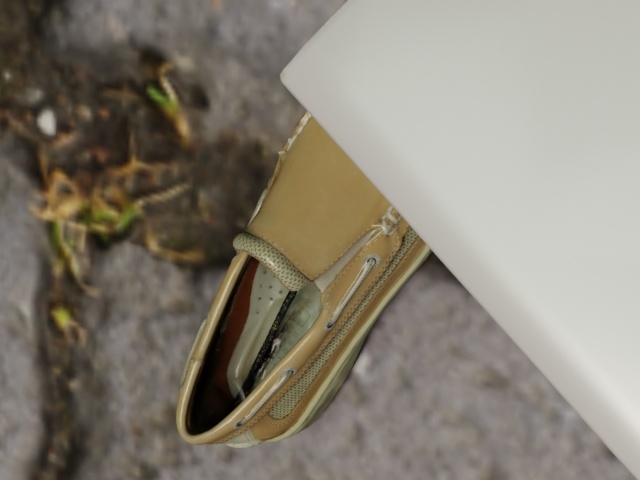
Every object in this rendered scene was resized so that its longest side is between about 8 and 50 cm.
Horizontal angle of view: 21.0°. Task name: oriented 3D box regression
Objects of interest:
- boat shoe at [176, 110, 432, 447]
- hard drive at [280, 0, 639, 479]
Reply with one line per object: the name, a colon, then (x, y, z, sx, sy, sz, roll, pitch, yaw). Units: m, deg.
boat shoe: (0.000, 0.000, 0.636, 0.068, 0.072, 0.190, 31, 112, 24)
hard drive: (0.164, -0.009, 0.532, 0.210, 0.040, 0.319, -45, 76, 13)
